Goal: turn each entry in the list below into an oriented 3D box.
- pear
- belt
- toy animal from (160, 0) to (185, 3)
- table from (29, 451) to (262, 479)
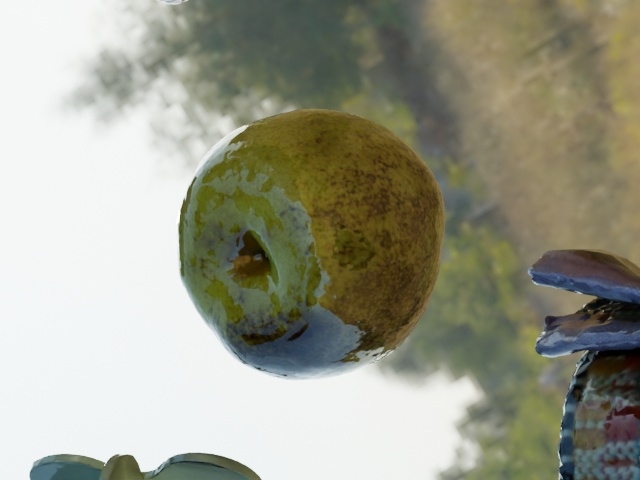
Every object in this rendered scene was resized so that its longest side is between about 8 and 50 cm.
[{"bbox_3d":[0.000,0.000,1.431,0.197,0.197,0.197,59,-176,-7],"label":"pear"},{"bbox_3d":[0.222,0.119,0.979,0.295,0.160,0.207,18,-107,-45],"label":"belt"},{"bbox_3d":[-0.153,-0.199,1.299,0.185,0.184,0.104,-19,-98,-50],"label":"toy animal"},{"bbox_3d":[-0.099,0.230,1.039,0.166,0.166,0.198,56,-143,-45],"label":"table"}]
